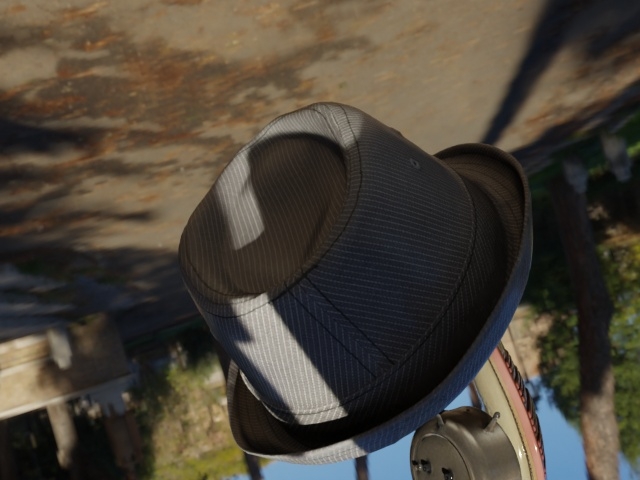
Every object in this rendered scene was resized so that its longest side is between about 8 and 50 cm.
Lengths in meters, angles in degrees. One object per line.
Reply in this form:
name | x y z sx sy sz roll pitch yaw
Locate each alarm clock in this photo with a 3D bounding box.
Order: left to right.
alarm clock | 0.149 0.264 0.908 0.064 0.192 0.129 -11 -171 -31

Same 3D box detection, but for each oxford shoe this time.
oxford shoe | 0.225 0.289 1.091 0.130 0.349 0.123 -15 180 16

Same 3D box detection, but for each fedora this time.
fedora | 0.000 0.000 0.527 0.243 0.124 0.275 -37 -154 17
